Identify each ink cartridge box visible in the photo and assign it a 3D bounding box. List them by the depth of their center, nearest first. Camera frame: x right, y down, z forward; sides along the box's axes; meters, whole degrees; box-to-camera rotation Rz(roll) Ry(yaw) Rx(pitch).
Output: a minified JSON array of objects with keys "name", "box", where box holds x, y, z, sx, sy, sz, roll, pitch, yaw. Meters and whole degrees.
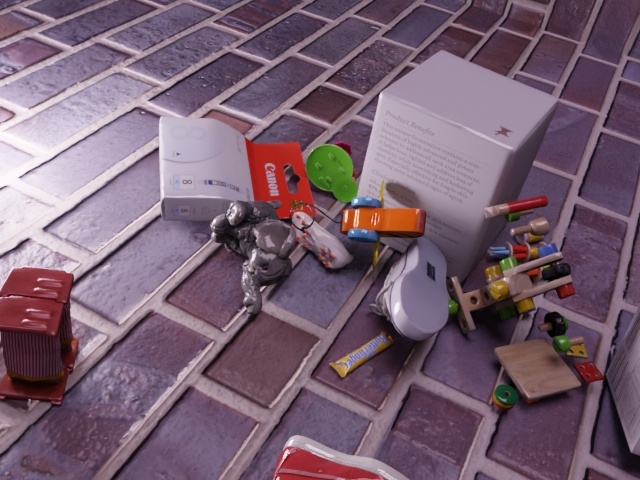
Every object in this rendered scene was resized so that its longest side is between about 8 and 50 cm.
[{"name":"ink cartridge box","box":[-0.216,-0.187,1.733,0.384,0.091,0.308,-2,47,-13]}]

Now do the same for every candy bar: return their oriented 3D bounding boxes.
[{"name":"candy bar","box":[0.089,0.234,1.402,0.161,0.018,0.040,-26,52,-34]}]

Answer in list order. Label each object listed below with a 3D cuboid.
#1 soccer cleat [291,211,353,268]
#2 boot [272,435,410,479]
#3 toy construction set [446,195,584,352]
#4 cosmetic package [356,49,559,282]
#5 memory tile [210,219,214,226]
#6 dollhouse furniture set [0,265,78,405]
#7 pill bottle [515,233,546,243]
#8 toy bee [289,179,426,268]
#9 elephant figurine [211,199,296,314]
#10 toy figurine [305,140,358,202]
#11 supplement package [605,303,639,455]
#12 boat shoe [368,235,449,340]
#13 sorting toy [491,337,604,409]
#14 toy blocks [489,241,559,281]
[{"name":"soccer cleat","box":[0.000,0.000,1.628,0.076,0.068,0.196,-6,42,-42]},{"name":"boot","box":[0.026,0.436,1.102,0.244,0.088,0.176,13,40,15]},{"name":"toy construction set","box":[0.381,0.073,1.451,0.237,0.309,0.257,-11,11,-9]},{"name":"cosmetic package","box":[0.319,-0.185,1.654,0.329,0.394,0.327,29,43,19]},{"name":"memory tile","box":[-0.202,-0.052,1.677,0.148,0.012,0.113,-12,45,-24]},{"name":"dollhouse furniture set","box":[-0.629,0.158,1.189,0.374,0.201,0.152,6,40,-7]},{"name":"pill bottle","box":[0.557,-0.017,1.782,0.083,0.043,0.043,-11,44,-23]},{"name":"toy bee","box":[0.108,-0.050,1.576,0.298,0.195,0.162,26,0,21]},{"name":"elephant figurine","box":[-0.125,0.030,1.516,0.239,0.186,0.169,49,9,23]},{"name":"toy figurine","box":[0.056,-0.203,1.845,0.173,0.130,0.159,51,27,-9]},{"name":"supplement package","box":[0.704,0.280,1.299,0.199,0.198,0.263,16,24,6]},{"name":"boat shoe","box":[0.176,0.125,1.459,0.136,0.156,0.367,39,27,-10]},{"name":"sorting toy","box":[0.453,0.275,1.413,0.274,0.046,0.132,-8,43,-21]},{"name":"toy blocks","box":[0.503,0.053,1.679,0.148,0.054,0.123,0,41,-13]}]
